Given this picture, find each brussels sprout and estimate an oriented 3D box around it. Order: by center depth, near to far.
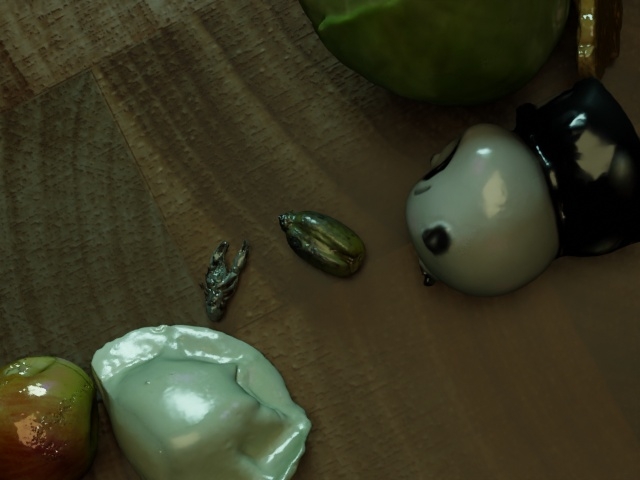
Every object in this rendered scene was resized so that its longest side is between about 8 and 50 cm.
[{"bbox_3d":[0.113,-0.285,1.260,0.247,0.328,0.328,-7,81,30],"label":"brussels sprout"}]

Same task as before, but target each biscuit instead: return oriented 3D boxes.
[{"bbox_3d":[0.283,-0.260,1.307,0.035,0.162,0.250,5,53,21],"label":"biscuit"}]

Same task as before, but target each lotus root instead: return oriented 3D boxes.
[{"bbox_3d":[0.000,0.000,1.344,0.099,0.049,0.054,31,95,7],"label":"lotus root"}]

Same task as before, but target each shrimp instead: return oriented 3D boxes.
[{"bbox_3d":[-0.106,0.038,1.361,0.038,0.029,0.092,22,80,16],"label":"shrimp"}]

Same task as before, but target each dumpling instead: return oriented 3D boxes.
[{"bbox_3d":[-0.116,0.177,1.310,0.179,0.131,0.252,-35,60,-20],"label":"dumpling"}]

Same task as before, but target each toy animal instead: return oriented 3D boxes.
[{"bbox_3d":[0.197,-0.042,1.261,0.235,0.187,0.165,-21,71,0],"label":"toy animal"}]

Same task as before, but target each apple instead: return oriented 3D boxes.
[{"bbox_3d":[-0.291,0.189,1.299,0.146,0.146,0.147,-1,83,5],"label":"apple"}]
